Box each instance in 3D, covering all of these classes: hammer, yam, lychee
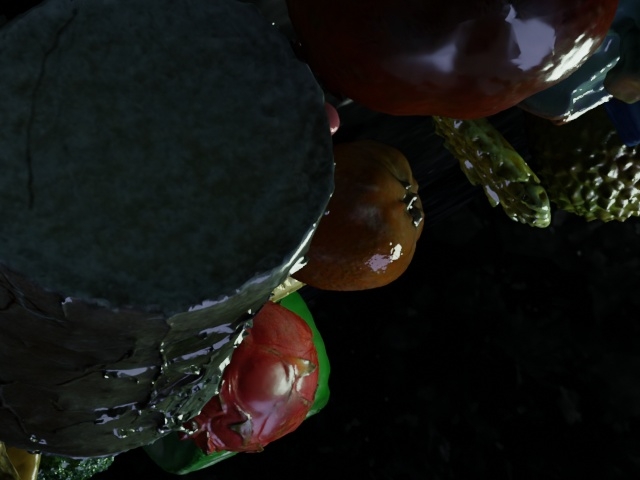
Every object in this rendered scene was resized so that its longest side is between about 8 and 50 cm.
[{"bbox_3d":[-0.016,-0.112,1.094,0.043,0.043,0.083,-23,174,-43],"label":"hammer"},{"bbox_3d":[-0.133,0.004,0.679,0.241,0.241,0.348,-26,168,-26],"label":"yam"},{"bbox_3d":[0.385,-0.167,1.378,0.270,0.270,0.320,-23,160,-43],"label":"lychee"}]

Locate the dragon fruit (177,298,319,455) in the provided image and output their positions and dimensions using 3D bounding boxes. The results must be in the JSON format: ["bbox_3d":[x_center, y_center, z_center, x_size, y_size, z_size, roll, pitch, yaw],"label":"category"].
[{"bbox_3d":[-0.120,0.193,1.558,0.252,0.241,0.241,6,157,-25],"label":"dragon fruit"}]

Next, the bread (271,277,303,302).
[{"bbox_3d":[-0.073,0.038,1.720,0.236,0.106,0.140,-27,172,-18],"label":"bread"}]

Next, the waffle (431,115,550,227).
[{"bbox_3d":[0.227,-0.105,1.412,0.054,0.223,0.204,-41,176,-2],"label":"waffle"}]

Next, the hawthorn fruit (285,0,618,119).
[{"bbox_3d":[0.070,-0.154,0.572,0.185,0.185,0.202,-30,178,14],"label":"hawthorn fruit"}]

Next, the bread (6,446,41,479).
[{"bbox_3d":[-0.336,0.260,1.211,0.244,0.362,0.233,-23,171,-23],"label":"bread"}]

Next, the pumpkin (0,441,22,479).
[{"bbox_3d":[-0.312,0.125,0.872,0.317,0.222,0.139,-27,174,-6],"label":"pumpkin"}]

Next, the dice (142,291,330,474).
[{"bbox_3d":[-0.178,0.222,1.862,0.287,0.300,0.297,-21,170,-38],"label":"dice"}]

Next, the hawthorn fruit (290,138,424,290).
[{"bbox_3d":[0.007,-0.020,1.343,0.251,0.200,0.199,-16,179,23],"label":"hawthorn fruit"}]

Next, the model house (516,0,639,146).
[{"bbox_3d":[0.249,-0.177,0.913,0.294,0.252,0.329,-24,178,-39],"label":"model house"}]

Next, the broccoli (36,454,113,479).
[{"bbox_3d":[-0.365,0.220,1.458,0.261,0.269,0.242,-24,137,-36],"label":"broccoli"}]
